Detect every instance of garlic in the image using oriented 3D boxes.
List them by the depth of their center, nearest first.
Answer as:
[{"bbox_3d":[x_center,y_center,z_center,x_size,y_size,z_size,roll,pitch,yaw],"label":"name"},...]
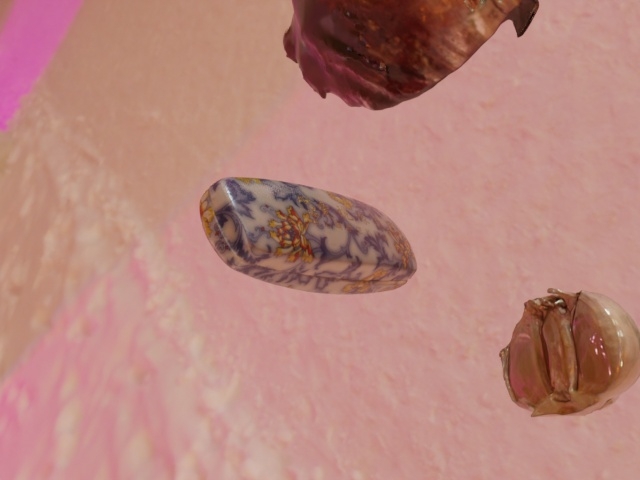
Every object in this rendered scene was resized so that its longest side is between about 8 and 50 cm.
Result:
[{"bbox_3d":[0.377,0.164,1.135,0.229,0.143,0.177,138,135,-57],"label":"garlic"}]

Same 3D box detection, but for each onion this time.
[{"bbox_3d":[0.050,-0.275,0.789,0.280,0.146,0.314,-46,49,19],"label":"onion"}]

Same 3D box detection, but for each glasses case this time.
[{"bbox_3d":[0.000,0.000,0.690,0.065,0.248,0.086,-37,64,28],"label":"glasses case"}]
